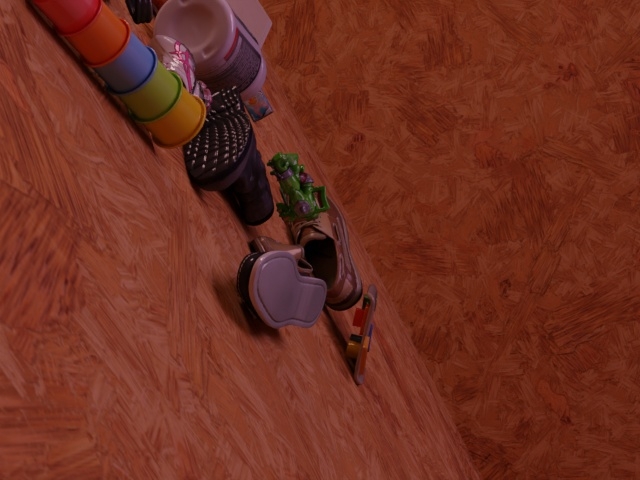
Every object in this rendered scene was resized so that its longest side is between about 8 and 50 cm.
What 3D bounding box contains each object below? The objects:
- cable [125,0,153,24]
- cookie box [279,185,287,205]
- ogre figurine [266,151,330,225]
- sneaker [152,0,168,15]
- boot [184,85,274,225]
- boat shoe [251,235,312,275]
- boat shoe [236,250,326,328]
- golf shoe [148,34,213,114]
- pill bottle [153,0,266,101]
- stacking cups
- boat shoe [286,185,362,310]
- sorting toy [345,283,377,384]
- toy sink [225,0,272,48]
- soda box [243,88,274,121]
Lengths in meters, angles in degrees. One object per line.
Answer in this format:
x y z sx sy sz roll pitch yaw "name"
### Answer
-0.299 -0.431 1.562 0.287 0.072 0.139 41 -50 51 "cable"
-0.054 -0.081 2.448 0.092 0.040 0.107 54 10 -51 "cookie box"
-0.043 -0.095 1.815 0.197 0.096 0.118 130 -62 -75 "ogre figurine"
-0.325 -0.500 2.010 0.175 0.067 0.064 52 14 -48 "sneaker"
-0.137 -0.115 1.729 0.338 0.118 0.223 -89 162 -60 "boot"
-0.065 0.028 1.811 0.068 0.072 0.190 65 8 23 "boat shoe"
-0.077 0.075 1.493 0.302 0.091 0.114 48 60 -68 "boat shoe"
-0.254 -0.291 1.696 0.086 0.067 0.186 13 38 -55 "golf shoe"
-0.209 -0.373 1.963 0.161 0.161 0.283 63 7 13 "pill bottle"
-0.276 -0.241 1.332 0.316 0.096 0.096 44 18 -52 "stacking cups"
0.000 0.000 2.216 0.120 0.122 0.324 40 22 -59 "boat shoe"
0.087 0.198 2.140 0.347 0.047 0.196 -40 139 -84 "sorting toy"
-0.234 -0.507 2.141 0.234 0.152 0.131 51 52 -47 "toy sink"
-0.194 -0.411 2.646 0.183 0.058 0.063 61 7 -5 "soda box"
